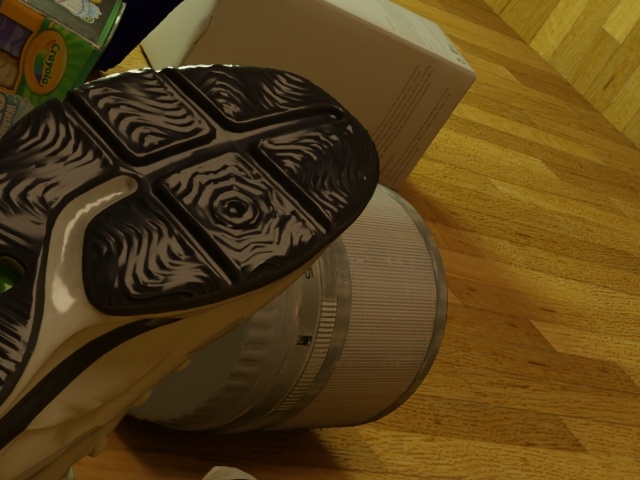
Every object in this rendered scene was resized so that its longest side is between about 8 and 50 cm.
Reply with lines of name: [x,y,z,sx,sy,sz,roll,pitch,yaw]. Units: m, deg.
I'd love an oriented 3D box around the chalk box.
chalk box: [-0.299,-0.168,1.544,0.289,0.179,0.180,32,20,-10]

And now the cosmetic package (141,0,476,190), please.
cosmetic package: [-0.015,-0.227,2.082,0.365,0.197,0.155,23,23,-31]

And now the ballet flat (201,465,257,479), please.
ballet flat: [-0.039,0.218,1.217,0.096,0.095,0.280,38,8,39]

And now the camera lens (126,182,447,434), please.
camera lens: [-0.043,0.048,1.385,0.274,0.219,0.219,5,35,-53]

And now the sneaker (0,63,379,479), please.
sneaker: [-0.165,0.068,1.027,0.447,0.257,0.169,-32,68,-32]

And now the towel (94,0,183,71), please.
towel: [-0.243,-0.253,1.766,0.076,0.228,0.308,58,24,7]
